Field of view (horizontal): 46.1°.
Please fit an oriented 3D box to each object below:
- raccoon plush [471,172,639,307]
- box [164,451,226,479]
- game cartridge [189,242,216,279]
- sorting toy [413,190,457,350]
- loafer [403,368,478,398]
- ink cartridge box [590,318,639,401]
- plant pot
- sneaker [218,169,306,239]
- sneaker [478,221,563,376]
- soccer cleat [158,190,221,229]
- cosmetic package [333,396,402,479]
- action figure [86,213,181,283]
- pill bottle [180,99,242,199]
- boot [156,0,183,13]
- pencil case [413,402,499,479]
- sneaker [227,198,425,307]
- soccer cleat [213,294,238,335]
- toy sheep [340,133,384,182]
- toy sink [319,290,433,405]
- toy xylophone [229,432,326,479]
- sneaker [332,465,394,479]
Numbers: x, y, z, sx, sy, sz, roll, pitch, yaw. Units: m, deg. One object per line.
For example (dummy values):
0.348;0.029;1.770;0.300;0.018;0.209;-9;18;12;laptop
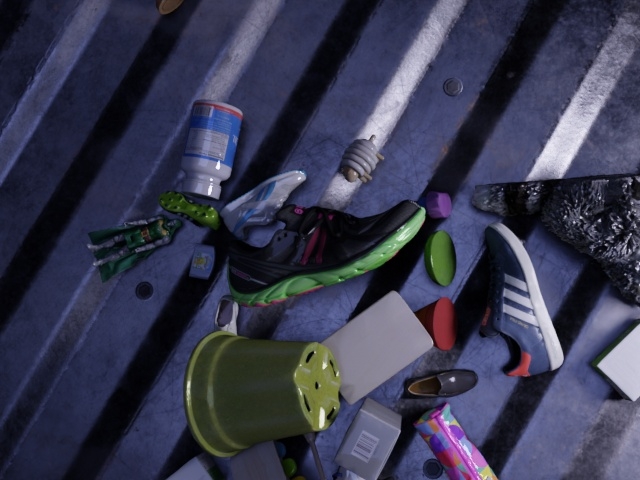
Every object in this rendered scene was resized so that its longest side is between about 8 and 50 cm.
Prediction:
0.578;0.008;1.679;0.446;0.216;0.299;0;98;36;raccoon plush
-0.287;0.550;1.717;0.102;0.101;0.087;-39;80;-1;box
-0.283;0.051;1.818;0.056;0.017;0.083;9;85;4;game cartridge
0.233;0.069;1.729;0.126;0.127;0.365;-7;78;36;sorting toy
0.273;0.328;1.696;0.170;0.061;0.062;-14;81;4;loafer
0.713;0.242;1.654;0.209;0.062;0.109;-44;81;0;ink cartridge box
-0.104;0.317;1.596;0.254;0.276;0.276;-10;82;28;plant pot
-0.124;-0.090;1.787;0.229;0.087;0.092;-33;88;9;sneaker
0.407;0.137;1.667;0.148;0.131;0.350;-19;82;0;sneaker
-0.318;-0.069;1.815;0.179;0.072;0.060;21;61;28;soccer cleat
0.106;0.423;1.618;0.107;0.238;0.127;26;90;12;cosmetic package
-0.445;-0.004;1.824;0.232;0.063;0.137;-23;78;0;action figure
-0.265;-0.213;1.792;0.124;0.124;0.221;11;86;8;pill bottle
-0.401;-0.673;1.890;0.152;0.073;0.197;27;75;8;boot
0.306;0.476;1.658;0.104;0.104;0.236;-36;80;2;pencil case
0.000;0.000;1.684;0.483;0.185;0.202;-19;90;9;sneaker
-0.223;0.225;1.759;0.068;0.076;0.196;-1;84;7;soccer cleat
0.096;-0.193;1.769;0.091;0.091;0.132;28;74;9;toy sheep
0.122;0.236;1.691;0.234;0.131;0.153;-38;81;6;toy sink
-0.077;0.546;1.620;0.236;0.081;0.322;-26;50;13;toy xylophone
0.041;0.590;1.673;0.315;0.127;0.182;-16;73;4;sneaker
